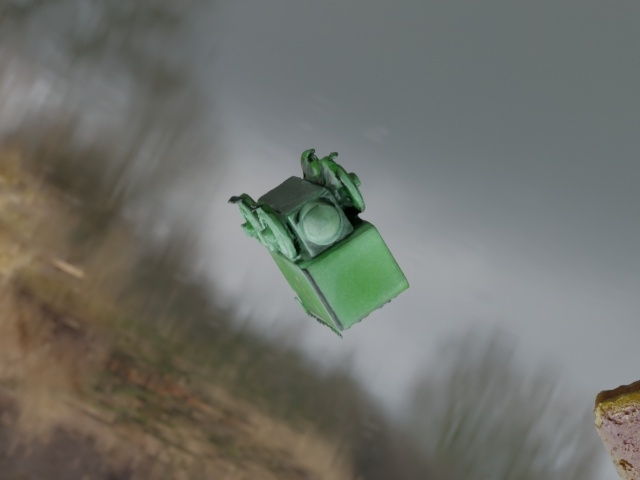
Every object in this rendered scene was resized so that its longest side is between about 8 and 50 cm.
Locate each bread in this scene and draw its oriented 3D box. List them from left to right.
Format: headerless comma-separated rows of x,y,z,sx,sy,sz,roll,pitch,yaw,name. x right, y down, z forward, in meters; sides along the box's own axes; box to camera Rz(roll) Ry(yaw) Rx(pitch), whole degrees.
0.486,0.318,2.353,0.139,0.077,0.271,-18,108,26,bread

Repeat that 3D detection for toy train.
0.000,0.000,1.990,0.188,0.132,0.243,59,172,-14,toy train
